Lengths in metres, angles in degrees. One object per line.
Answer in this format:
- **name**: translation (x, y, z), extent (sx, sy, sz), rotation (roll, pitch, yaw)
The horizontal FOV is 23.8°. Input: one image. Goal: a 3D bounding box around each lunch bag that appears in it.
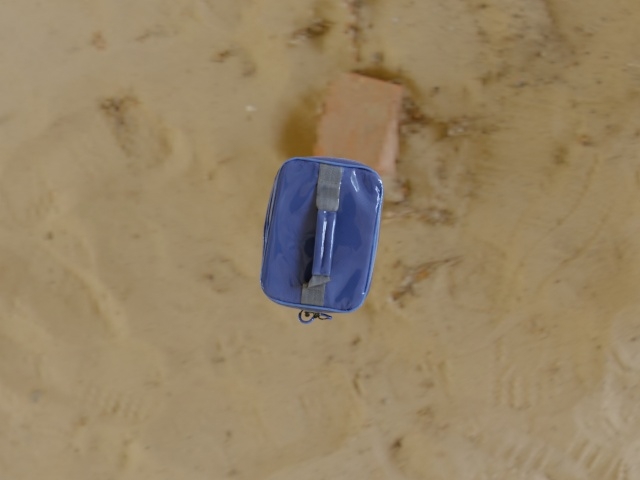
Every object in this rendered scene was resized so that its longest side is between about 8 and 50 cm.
- **lunch bag**: translation (0.000, 0.000, 0.884), extent (0.067, 0.065, 0.098), rotation (7, 90, 4)
